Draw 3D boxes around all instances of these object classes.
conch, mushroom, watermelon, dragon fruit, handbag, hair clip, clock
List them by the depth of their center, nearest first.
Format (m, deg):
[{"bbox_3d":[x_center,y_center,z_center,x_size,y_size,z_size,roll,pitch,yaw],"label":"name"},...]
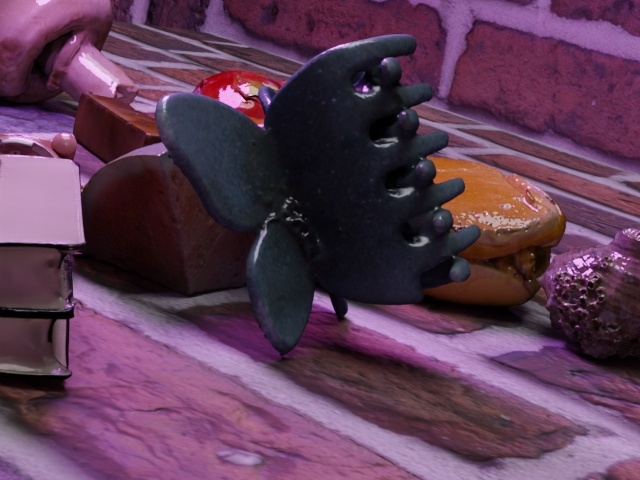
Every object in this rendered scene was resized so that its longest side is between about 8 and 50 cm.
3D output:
[{"bbox_3d":[-0.365,0.003,1.396,0.237,0.160,0.358,3,16,-12],"label":"handbag"},{"bbox_3d":[0.029,-0.065,1.586,0.238,0.318,0.392,-19,0,18],"label":"hair clip"},{"bbox_3d":[-0.369,-0.046,1.639,0.166,0.162,0.093,7,-25,-12],"label":"clock"},{"bbox_3d":[-0.176,-0.033,1.693,0.256,0.260,0.176,-8,32,-15],"label":"watermelon"},{"bbox_3d":[0.395,0.072,1.825,0.178,0.245,0.163,29,45,-14],"label":"conch"},{"bbox_3d":[-0.121,-0.178,2.305,0.227,0.224,0.224,12,13,-16],"label":"dragon fruit"},{"bbox_3d":[-0.489,-0.344,2.591,0.290,0.292,0.292,48,23,13],"label":"mushroom"}]

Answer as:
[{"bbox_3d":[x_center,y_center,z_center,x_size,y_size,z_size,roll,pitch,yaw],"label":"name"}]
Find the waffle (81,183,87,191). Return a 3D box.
[{"bbox_3d":[-0.385,-0.050,1.805,0.243,0.058,0.238,-2,20,-44],"label":"waffle"}]

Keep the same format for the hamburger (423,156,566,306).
[{"bbox_3d":[0.188,-0.019,1.986,0.284,0.174,0.304,8,14,-12],"label":"hamburger"}]

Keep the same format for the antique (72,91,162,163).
[{"bbox_3d":[-0.320,-0.172,2.312,0.093,0.087,0.310,7,14,-33],"label":"antique"}]

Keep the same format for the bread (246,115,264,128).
[{"bbox_3d":[-0.079,-0.093,2.016,0.250,0.133,0.179,9,-27,14],"label":"bread"}]
